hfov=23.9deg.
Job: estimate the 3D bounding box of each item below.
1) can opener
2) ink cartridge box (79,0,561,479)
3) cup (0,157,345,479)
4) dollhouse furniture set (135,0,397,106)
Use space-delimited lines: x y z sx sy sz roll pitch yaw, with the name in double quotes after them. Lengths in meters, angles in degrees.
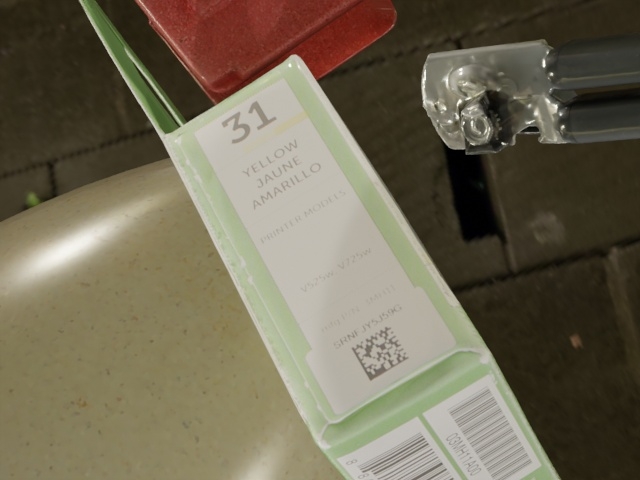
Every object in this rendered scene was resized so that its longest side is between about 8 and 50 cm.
0.198 -0.112 1.050 0.283 0.095 0.076 -2 110 37 "can opener"
0.000 0.000 0.500 0.056 0.171 0.235 -31 54 3 "ink cartridge box"
-0.085 0.090 0.842 0.331 0.331 0.237 42 89 24 "cup"
0.061 -0.218 0.708 0.374 0.201 0.152 -34 90 -2 "dollhouse furniture set"
